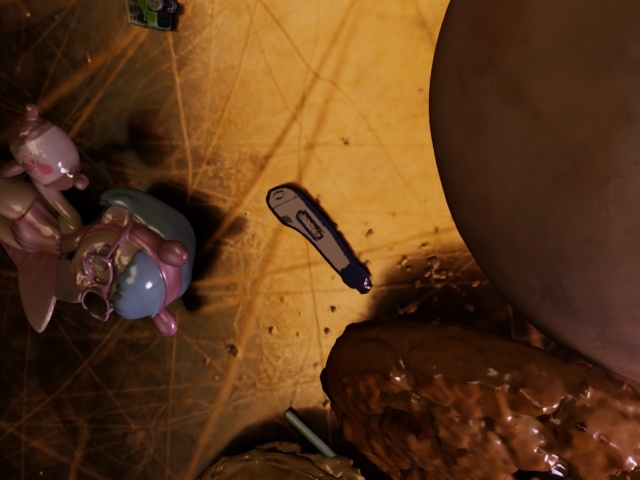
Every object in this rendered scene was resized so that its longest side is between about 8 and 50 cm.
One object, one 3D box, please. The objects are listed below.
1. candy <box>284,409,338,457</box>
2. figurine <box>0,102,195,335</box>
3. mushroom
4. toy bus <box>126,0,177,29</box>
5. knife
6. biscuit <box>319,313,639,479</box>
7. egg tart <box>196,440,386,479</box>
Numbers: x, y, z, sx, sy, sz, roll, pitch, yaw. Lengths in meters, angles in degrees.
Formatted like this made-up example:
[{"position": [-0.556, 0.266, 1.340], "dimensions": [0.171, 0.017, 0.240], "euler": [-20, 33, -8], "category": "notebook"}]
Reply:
[{"position": [0.043, 0.216, 0.812], "dimensions": [0.201, 0.060, 0.060], "euler": [40, 104, 11], "category": "candy"}, {"position": [-0.216, -0.034, 0.781], "dimensions": [0.260, 0.103, 0.205], "euler": [26, 128, 10], "category": "figurine"}, {"position": [0.253, -0.088, 0.600], "dimensions": [0.362, 0.294, 0.362], "euler": [7, 109, 22], "category": "mushroom"}, {"position": [-0.142, -0.218, 0.782], "dimensions": [0.037, 0.031, 0.083], "euler": [3, 99, 18], "category": "toy bus"}, {"position": [0.000, 0.000, 0.796], "dimensions": [0.031, 0.018, 0.121], "euler": [-40, 90, 7], "category": "knife"}, {"position": [0.131, 0.157, 0.685], "dimensions": [0.295, 0.296, 0.075], "euler": [24, 61, 6], "category": "biscuit"}, {"position": [-0.026, 0.307, 0.788], "dimensions": [0.278, 0.095, 0.279], "euler": [7, 107, 23], "category": "egg tart"}]
